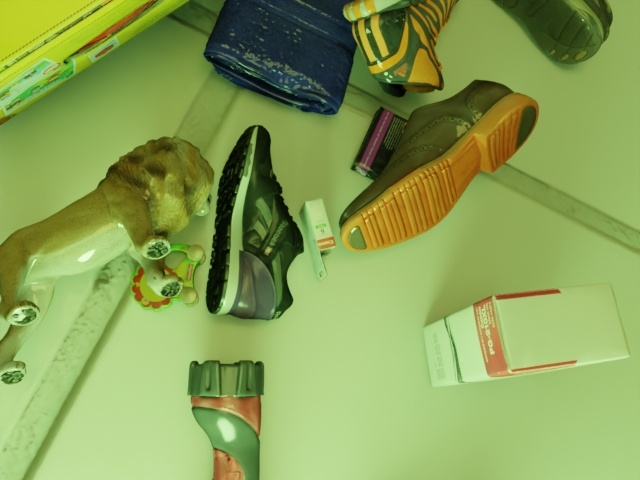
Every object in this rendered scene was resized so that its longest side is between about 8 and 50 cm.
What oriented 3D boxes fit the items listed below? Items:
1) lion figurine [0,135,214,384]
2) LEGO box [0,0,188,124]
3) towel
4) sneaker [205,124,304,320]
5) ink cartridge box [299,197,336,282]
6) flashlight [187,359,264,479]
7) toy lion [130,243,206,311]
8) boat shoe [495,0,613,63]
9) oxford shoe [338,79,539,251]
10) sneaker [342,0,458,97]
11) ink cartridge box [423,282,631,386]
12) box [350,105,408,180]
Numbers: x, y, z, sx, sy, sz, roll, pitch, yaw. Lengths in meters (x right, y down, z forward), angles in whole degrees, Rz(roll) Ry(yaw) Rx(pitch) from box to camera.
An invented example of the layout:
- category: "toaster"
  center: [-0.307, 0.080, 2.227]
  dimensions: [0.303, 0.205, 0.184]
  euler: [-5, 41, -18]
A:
- category: "lion figurine"
  center: [-0.310, 0.003, 0.782]
  dimensions: [0.392, 0.142, 0.240]
  euler: [-24, 49, -11]
- category: "LEGO box"
  center: [-0.369, -0.432, 0.765]
  dimensions: [0.500, 0.193, 0.372]
  euler: [-36, 101, -7]
- category: "towel"
  center: [-0.039, -0.368, 0.986]
  dimensions: [0.228, 0.076, 0.308]
  euler: [22, 71, -14]
- category: "sneaker"
  center: [-0.085, -0.024, 0.880]
  dimensions: [0.124, 0.107, 0.283]
  euler: [12, 76, -25]
- category: "ink cartridge box"
  center: [0.000, 0.000, 0.897]
  dimensions: [0.029, 0.063, 0.115]
  euler: [-14, 80, -14]
- category: "flashlight"
  center: [-0.125, 0.308, 0.770]
  dimensions: [0.103, 0.103, 0.303]
  euler: [-2, 75, 14]
- category: "toy lion"
  center: [-0.218, 0.052, 0.853]
  dimensions: [0.096, 0.034, 0.100]
  euler: [8, 74, -3]
- category: "boat shoe"
  center: [0.396, -0.487, 1.098]
  dimensions: [0.130, 0.132, 0.355]
  euler: [-41, 96, -29]
- category: "oxford shoe"
  center: [0.159, -0.118, 0.926]
  dimensions: [0.364, 0.130, 0.133]
  euler: [-36, 54, -12]
- category: "sneaker"
  center: [0.164, -0.342, 1.007]
  dimensions: [0.321, 0.125, 0.180]
  euler: [-37, 115, -37]
- category: "ink cartridge box"
  center: [0.267, 0.137, 0.832]
  dimensions: [0.172, 0.237, 0.100]
  euler: [-4, 74, -14]
- category: "box"
  center: [0.144, -0.133, 0.984]
  dimensions: [0.162, 0.029, 0.116]
  euler: [26, 72, -4]
